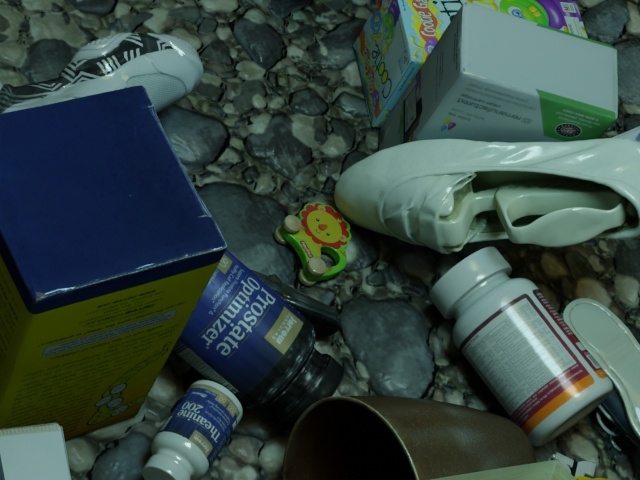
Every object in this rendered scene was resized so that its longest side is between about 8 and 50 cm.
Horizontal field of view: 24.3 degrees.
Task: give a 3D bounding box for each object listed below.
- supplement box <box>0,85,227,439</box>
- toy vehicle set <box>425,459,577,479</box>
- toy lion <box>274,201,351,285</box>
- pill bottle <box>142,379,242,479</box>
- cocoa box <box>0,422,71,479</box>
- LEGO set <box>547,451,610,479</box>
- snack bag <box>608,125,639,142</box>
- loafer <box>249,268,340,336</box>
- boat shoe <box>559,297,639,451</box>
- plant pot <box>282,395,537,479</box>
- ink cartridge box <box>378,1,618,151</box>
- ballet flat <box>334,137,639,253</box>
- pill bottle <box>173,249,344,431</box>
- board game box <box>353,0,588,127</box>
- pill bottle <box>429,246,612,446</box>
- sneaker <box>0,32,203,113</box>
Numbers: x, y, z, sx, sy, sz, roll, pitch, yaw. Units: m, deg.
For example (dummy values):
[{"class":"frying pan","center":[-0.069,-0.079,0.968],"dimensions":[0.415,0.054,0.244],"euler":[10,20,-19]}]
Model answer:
[{"class":"supplement box","center":[-0.258,0.043,1.450],"dimensions":[0.195,0.356,0.194],"euler":[-16,66,-31]},{"class":"toy vehicle set","center":[0.230,0.312,1.416],"dimensions":[0.267,0.166,0.035],"euler":[47,50,-24]},{"class":"toy lion","center":[0.000,0.000,1.801],"dimensions":[0.096,0.034,0.100],"euler":[-13,64,-38]},{"class":"pill bottle","center":[-0.138,0.211,1.573],"dimensions":[0.067,0.067,0.120],"euler":[33,51,1]},{"class":"cocoa box","center":[-0.323,0.367,1.284],"dimensions":[0.228,0.231,0.347],"euler":[-3,59,-24]},{"class":"LEGO set","center":[0.257,0.312,1.660],"dimensions":[0.093,0.087,0.227],"euler":[27,50,-5]},{"class":"snack bag","center":[0.589,-0.067,2.090],"dimensions":[0.342,0.037,0.323],"euler":[-26,71,-37]},{"class":"loafer","center":[-0.055,0.063,1.715],"dimensions":[0.170,0.062,0.061],"euler":[20,48,-11]},{"class":"boat shoe","center":[0.369,0.187,1.794],"dimensions":[0.095,0.079,0.254],"euler":[-32,70,-27]},{"class":"plant pot","center":[0.114,0.256,1.582],"dimensions":[0.230,0.215,0.215],"euler":[-5,59,-41]},{"class":"ink cartridge box","center":[0.210,-0.142,1.827],"dimensions":[0.201,0.278,0.117],"euler":[14,57,-14]},{"class":"ballet flat","center":[0.200,-0.045,1.740],"dimensions":[0.400,0.139,0.139],"euler":[-3,52,15]},{"class":"pill bottle","center":[-0.084,0.105,1.621],"dimensions":[0.219,0.123,0.123],"euler":[41,51,-10]},{"class":"board game box","center":[0.206,-0.236,1.973],"dimensions":[0.275,0.142,0.144],"euler":[2,57,-22]},{"class":"pill bottle","center":[0.233,0.122,1.755],"dimensions":[0.121,0.121,0.221],"euler":[-25,69,-34]},{"class":"sneaker","center":[-0.270,-0.098,1.689],"dimensions":[0.366,0.137,0.210],"euler":[-20,68,-27]}]
